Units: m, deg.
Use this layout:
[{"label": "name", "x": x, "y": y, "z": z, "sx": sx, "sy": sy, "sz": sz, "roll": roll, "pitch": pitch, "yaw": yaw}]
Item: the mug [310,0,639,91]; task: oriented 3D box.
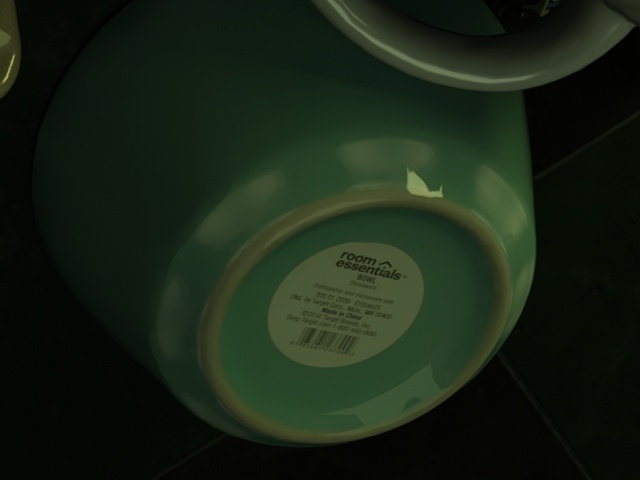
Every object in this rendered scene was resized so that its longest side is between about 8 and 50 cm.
[{"label": "mug", "x": 0.134, "y": -0.225, "z": 0.843, "sx": 0.328, "sy": 0.276, "sz": 0.374, "roll": 31, "pitch": 119, "yaw": -23}]

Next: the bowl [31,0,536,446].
[{"label": "bowl", "x": 0.000, "y": 0.000, "z": 1.039, "sx": 0.311, "sy": 0.163, "sz": 0.311, "roll": -10, "pitch": 130, "yaw": -13}]

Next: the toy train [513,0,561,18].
[{"label": "toy train", "x": 0.148, "y": -0.196, "z": 1.028, "sx": 0.036, "sy": 0.027, "sz": 0.158, "roll": 0, "pitch": 127, "yaw": -33}]

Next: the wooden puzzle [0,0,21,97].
[{"label": "wooden puzzle", "x": -0.315, "y": -0.178, "z": 0.837, "sx": 0.322, "sy": 0.080, "sz": 0.348, "roll": -11, "pitch": 129, "yaw": -11}]
